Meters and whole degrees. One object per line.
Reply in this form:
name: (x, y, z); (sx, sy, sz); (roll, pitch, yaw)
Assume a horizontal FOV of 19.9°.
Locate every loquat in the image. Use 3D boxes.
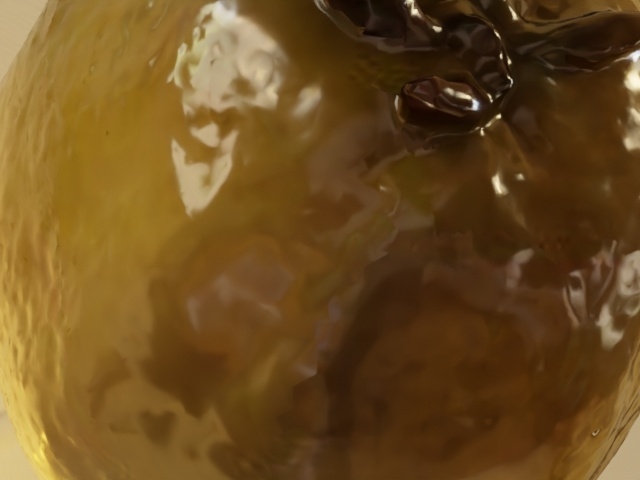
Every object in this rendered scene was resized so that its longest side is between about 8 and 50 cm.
loquat: (0.000, 0.000, 0.550); (0.193, 0.238, 0.238); (7, -83, -27)
